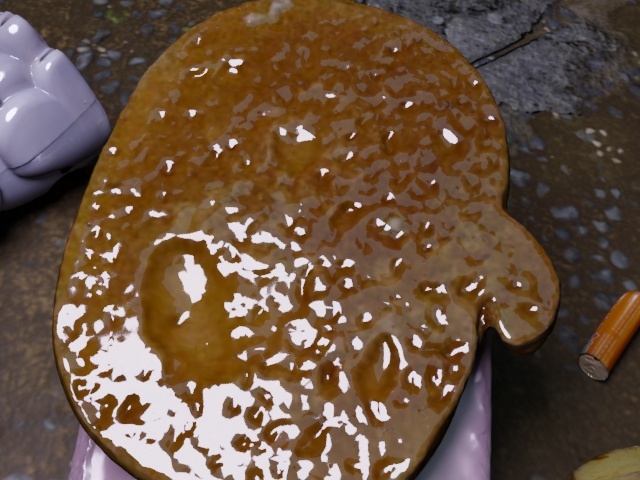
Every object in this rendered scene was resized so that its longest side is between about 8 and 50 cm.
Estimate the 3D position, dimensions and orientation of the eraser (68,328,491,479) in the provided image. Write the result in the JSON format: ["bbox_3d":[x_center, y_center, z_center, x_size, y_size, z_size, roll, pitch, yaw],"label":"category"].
[{"bbox_3d":[-0.016,0.082,0.657,0.272,0.122,0.359,5,65,5],"label":"eraser"}]

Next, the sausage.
[{"bbox_3d":[0.264,0.078,0.813,0.031,0.031,0.107,33,56,17],"label":"sausage"}]

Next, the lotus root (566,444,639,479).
[{"bbox_3d":[0.304,0.199,0.684,0.258,0.097,0.110,-2,16,2],"label":"lotus root"}]

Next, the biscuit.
[{"bbox_3d":[0.000,0.001,0.600,0.314,0.063,0.367,15,65,4],"label":"biscuit"}]

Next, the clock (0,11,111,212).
[{"bbox_3d":[-0.327,-0.061,0.767,0.189,0.189,0.254,32,61,17],"label":"clock"}]
